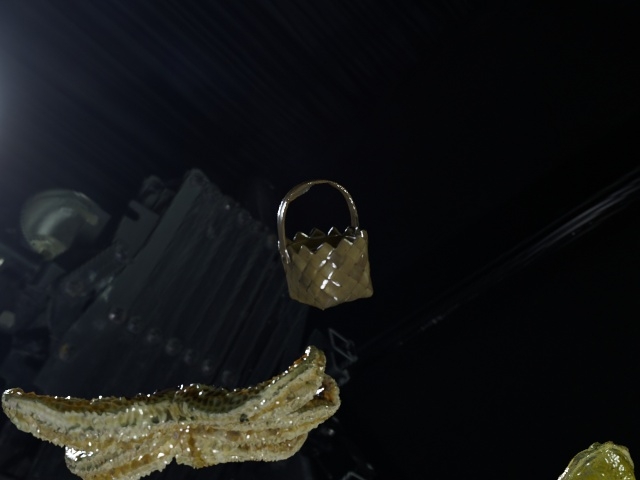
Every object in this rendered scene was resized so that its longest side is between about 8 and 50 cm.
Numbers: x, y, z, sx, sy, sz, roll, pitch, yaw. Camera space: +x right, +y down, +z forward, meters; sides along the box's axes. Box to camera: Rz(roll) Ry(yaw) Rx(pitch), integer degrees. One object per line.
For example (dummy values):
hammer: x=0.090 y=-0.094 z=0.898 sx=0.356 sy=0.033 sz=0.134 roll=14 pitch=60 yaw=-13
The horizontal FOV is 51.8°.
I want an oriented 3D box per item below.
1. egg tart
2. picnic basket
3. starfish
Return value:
egg tart: x=0.261 y=0.237 z=0.615 sx=0.105 sy=0.105 sz=0.039 roll=-48 pitch=-147 yaw=2
picnic basket: x=0.000 y=0.000 z=0.958 sx=0.128 sy=0.178 sz=0.138 roll=-20 pitch=-166 yaw=-27
starfish: x=-0.103 y=0.134 z=0.477 sx=0.216 sy=0.238 sz=0.071 roll=-45 pitch=-140 yaw=33
